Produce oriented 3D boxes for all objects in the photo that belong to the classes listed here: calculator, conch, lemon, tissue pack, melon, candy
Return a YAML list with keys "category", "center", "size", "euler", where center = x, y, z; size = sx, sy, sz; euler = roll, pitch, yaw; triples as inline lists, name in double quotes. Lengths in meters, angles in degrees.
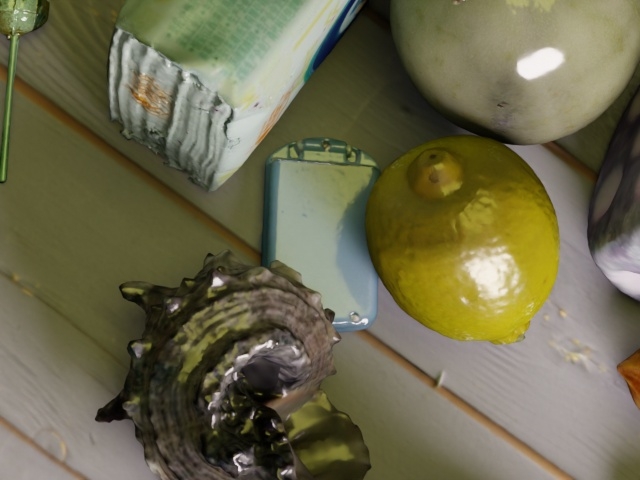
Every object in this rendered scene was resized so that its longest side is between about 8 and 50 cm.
- category: "calculator"
  center: [0.000, 0.000, 1.728]
  size: [0.121, 0.039, 0.210]
  euler: [3, 79, -10]
- category: "conch"
  center: [-0.063, 0.148, 1.629]
  size: [0.240, 0.186, 0.313]
  euler: [-33, 88, -29]
- category: "lemon"
  center: [0.141, 0.002, 1.685]
  size: [0.184, 0.184, 0.248]
  euler: [-39, 128, -16]
- category: "tissue pack"
  center: [-0.035, -0.263, 1.644]
  size: [0.162, 0.287, 0.388]
  euler: [35, 74, 2]
- category: "melon"
  center: [0.192, -0.221, 1.676]
  size: [0.271, 0.308, 0.272]
  euler: [4, 60, -7]
- category: "candy"
  center: [-0.300, -0.156, 1.692]
  size: [0.061, 0.061, 0.202]
  euler: [5, 87, -12]

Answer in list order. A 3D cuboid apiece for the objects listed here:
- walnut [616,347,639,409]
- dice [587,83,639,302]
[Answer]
- category: "walnut"
  center: [0.395, 0.149, 1.753]
  size: [0.207, 0.116, 0.116]
  euler: [13, 77, -7]
- category: "dice"
  center: [0.441, -0.054, 1.717]
  size: [0.270, 0.270, 0.271]
  euler: [25, 76, -7]
